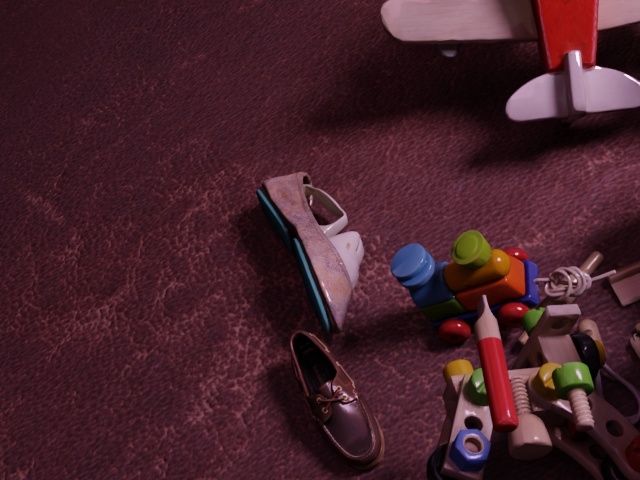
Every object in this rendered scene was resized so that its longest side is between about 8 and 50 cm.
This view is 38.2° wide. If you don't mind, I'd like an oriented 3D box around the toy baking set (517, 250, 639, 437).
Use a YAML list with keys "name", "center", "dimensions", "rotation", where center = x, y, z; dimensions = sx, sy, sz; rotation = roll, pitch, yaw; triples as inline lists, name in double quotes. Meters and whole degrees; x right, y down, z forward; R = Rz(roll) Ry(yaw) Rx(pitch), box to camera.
- name: "toy baking set"
  center: [0.346, 0.123, 1.133]
  dimensions: [0.256, 0.030, 0.197]
  rotation: [-43, 49, -9]

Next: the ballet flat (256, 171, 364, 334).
- name: "ballet flat"
  center: [0.000, 0.000, 1.346]
  dimensions: [0.106, 0.107, 0.316]
  rotation: [-21, 49, -8]

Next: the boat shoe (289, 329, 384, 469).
- name: "boat shoe"
  center: [0.013, 0.204, 1.204]
  dimensions: [0.073, 0.073, 0.207]
  rotation: [-34, 50, -3]

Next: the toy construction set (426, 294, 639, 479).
- name: "toy construction set"
  center: [0.213, 0.153, 0.996]
  dimensions: [0.257, 0.309, 0.237]
  rotation: [-13, 52, 10]

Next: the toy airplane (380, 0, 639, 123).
- name: "toy airplane"
  center: [0.338, -0.351, 1.302]
  dimensions: [0.384, 0.386, 0.272]
  rotation: [-52, 10, 20]

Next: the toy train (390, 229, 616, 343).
- name: "toy train"
  center: [0.220, 0.034, 1.152]
  dimensions: [0.248, 0.143, 0.105]
  rotation: [-20, 48, 33]
